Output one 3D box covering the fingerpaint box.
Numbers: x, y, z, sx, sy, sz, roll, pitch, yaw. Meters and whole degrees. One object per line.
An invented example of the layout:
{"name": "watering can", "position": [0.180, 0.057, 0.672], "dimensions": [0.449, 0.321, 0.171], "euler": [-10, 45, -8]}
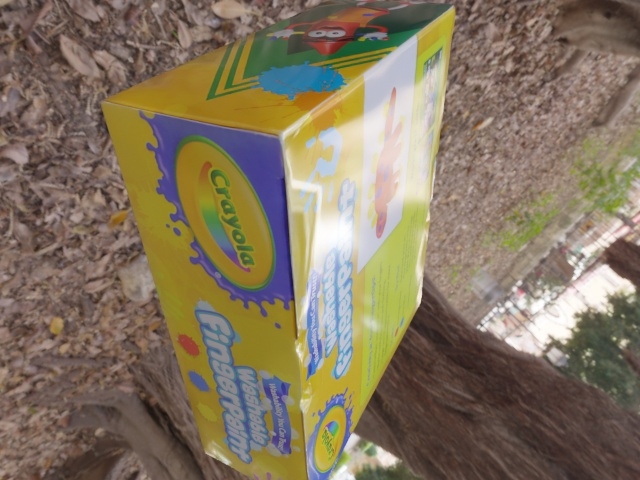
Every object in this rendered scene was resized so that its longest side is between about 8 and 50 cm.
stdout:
{"name": "fingerpaint box", "position": [0.000, 0.000, 0.575], "dimensions": [0.371, 0.163, 0.445], "euler": [-50, 147, -44]}
